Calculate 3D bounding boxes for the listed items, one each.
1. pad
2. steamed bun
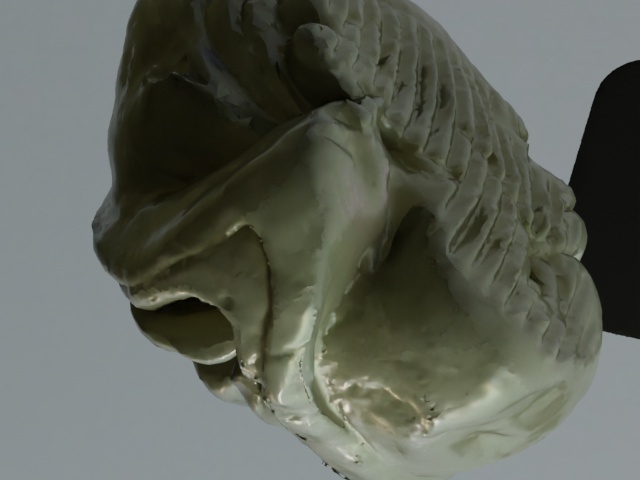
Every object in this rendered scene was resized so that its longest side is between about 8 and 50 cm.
[{"bbox_3d":[0.395,-0.047,1.601,0.063,0.375,0.315,-96,-160,-67],"label":"pad"},{"bbox_3d":[0.000,0.000,1.184,0.247,0.352,0.339,-37,-151,23],"label":"steamed bun"}]
